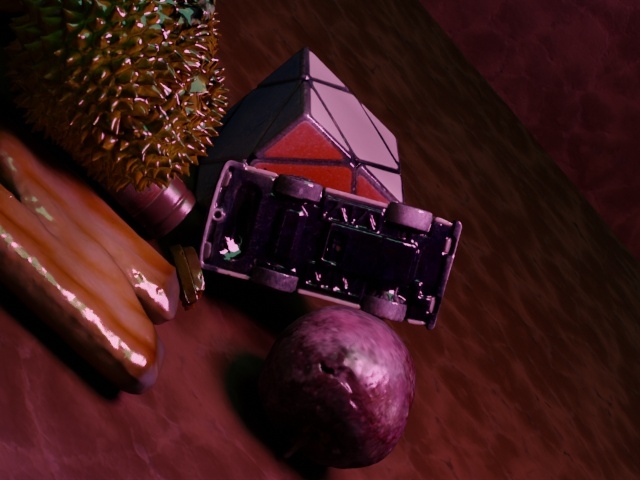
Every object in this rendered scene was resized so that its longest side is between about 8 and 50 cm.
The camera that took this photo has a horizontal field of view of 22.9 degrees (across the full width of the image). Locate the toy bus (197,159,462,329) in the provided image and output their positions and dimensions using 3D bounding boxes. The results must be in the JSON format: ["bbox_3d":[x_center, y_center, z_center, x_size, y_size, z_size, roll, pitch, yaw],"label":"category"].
[{"bbox_3d":[0.000,0.000,1.970,0.305,0.143,0.179,14,2,-10],"label":"toy bus"}]

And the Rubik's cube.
[{"bbox_3d":[-0.027,-0.097,2.140,0.207,0.205,0.205,41,23,-24],"label":"Rubik's cube"}]

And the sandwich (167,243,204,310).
[{"bbox_3d":[-0.156,0.039,1.833,0.135,0.029,0.067,-131,-150,-69],"label":"sandwich"}]

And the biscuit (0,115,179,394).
[{"bbox_3d":[-0.267,0.014,1.659,0.291,0.062,0.237,46,21,-21],"label":"biscuit"}]

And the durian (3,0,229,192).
[{"bbox_3d":[-0.224,-0.197,1.731,0.291,0.224,0.291,5,90,-77],"label":"durian"}]

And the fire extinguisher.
[{"bbox_3d":[-0.255,-0.107,1.850,0.252,0.075,0.106,46,10,-18],"label":"fire extinguisher"}]

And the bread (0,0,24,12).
[{"bbox_3d":[-0.395,-0.365,1.868,0.229,0.139,0.143,80,-3,-55],"label":"bread"}]

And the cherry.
[{"bbox_3d":[0.020,0.167,1.856,0.195,0.195,0.195,43,23,-23],"label":"cherry"}]
